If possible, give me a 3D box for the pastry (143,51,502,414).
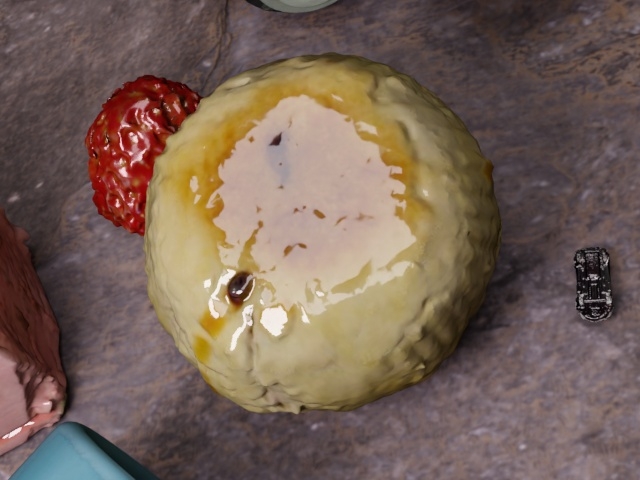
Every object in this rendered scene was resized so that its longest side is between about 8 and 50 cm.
[{"bbox_3d":[0.000,0.000,1.137,0.389,0.312,0.388,-3,76,11],"label":"pastry"}]

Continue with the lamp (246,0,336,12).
[{"bbox_3d":[-0.031,-0.445,1.420,0.374,0.205,0.272,-34,63,-5],"label":"lamp"}]

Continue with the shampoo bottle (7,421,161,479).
[{"bbox_3d":[-0.229,0.397,1.000,0.331,0.331,0.342,34,76,26],"label":"shampoo bottle"}]

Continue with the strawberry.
[{"bbox_3d":[-0.210,-0.127,1.327,0.234,0.178,0.233,-10,52,13],"label":"strawberry"}]

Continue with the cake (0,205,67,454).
[{"bbox_3d":[-0.480,0.090,1.231,0.293,0.314,0.306,-25,59,1],"label":"cake"}]

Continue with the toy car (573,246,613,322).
[{"bbox_3d":[0.305,0.050,1.189,0.041,0.025,0.093,-4,61,16],"label":"toy car"}]
